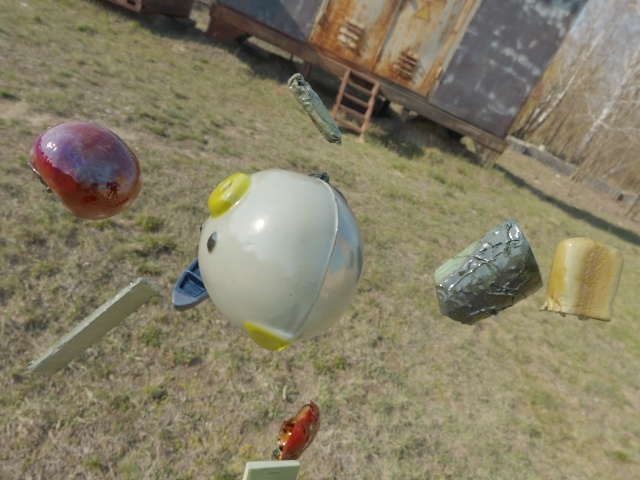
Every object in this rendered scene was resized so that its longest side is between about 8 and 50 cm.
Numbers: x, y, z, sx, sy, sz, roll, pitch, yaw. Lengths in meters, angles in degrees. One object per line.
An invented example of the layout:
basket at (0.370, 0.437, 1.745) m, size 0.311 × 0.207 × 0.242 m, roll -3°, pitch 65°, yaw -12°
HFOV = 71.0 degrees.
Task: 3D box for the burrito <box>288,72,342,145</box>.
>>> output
burrito at (-0.009, -0.290, 1.005) m, size 0.188 × 0.044 × 0.058 m, roll 55°, pitch 18°, yaw -12°

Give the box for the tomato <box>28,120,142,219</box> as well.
tomato at (-0.717, -0.237, 1.396) m, size 0.289 × 0.176 × 0.335 m, roll -41°, pitch 104°, yaw -24°

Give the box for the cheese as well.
cheese at (-0.609, 0.235, 1.212) m, size 0.034 × 0.400 × 0.085 m, roll 54°, pitch 2°, yaw 34°

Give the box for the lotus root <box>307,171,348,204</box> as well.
lotus root at (0.000, 0.000, 1.324) m, size 0.179 × 0.399 × 0.195 m, roll 3°, pitch 13°, yaw 31°

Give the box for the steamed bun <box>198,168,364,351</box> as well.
steamed bun at (-0.080, 0.026, 0.877) m, size 0.333 × 0.335 × 0.374 m, roll 15°, pitch 5°, yaw -21°

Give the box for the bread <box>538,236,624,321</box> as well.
bread at (0.537, 0.082, 0.925) m, size 0.134 × 0.174 × 0.085 m, roll 13°, pitch 2°, yaw 0°

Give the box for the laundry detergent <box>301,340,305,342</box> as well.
laundry detergent at (-0.090, 0.216, 1.344) m, size 0.137 × 0.062 × 0.211 m, roll -99°, pitch 167°, yaw -78°

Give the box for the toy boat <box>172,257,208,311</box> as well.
toy boat at (-0.437, 0.148, 1.621) m, size 0.127 × 0.078 × 0.283 m, roll 35°, pitch 47°, yaw 0°

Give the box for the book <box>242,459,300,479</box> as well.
book at (-0.072, 0.342, 0.580) m, size 0.077 × 0.111 × 0.014 m, roll 14°, pitch 0°, yaw -30°

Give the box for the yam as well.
yam at (0.431, 0.102, 1.189) m, size 0.202 × 0.271 × 0.202 m, roll 24°, pitch 41°, yaw -64°

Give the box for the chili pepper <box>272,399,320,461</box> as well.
chili pepper at (-0.038, 0.310, 0.714) m, size 0.050 × 0.268 × 0.059 m, roll 15°, pitch 46°, yaw -11°
